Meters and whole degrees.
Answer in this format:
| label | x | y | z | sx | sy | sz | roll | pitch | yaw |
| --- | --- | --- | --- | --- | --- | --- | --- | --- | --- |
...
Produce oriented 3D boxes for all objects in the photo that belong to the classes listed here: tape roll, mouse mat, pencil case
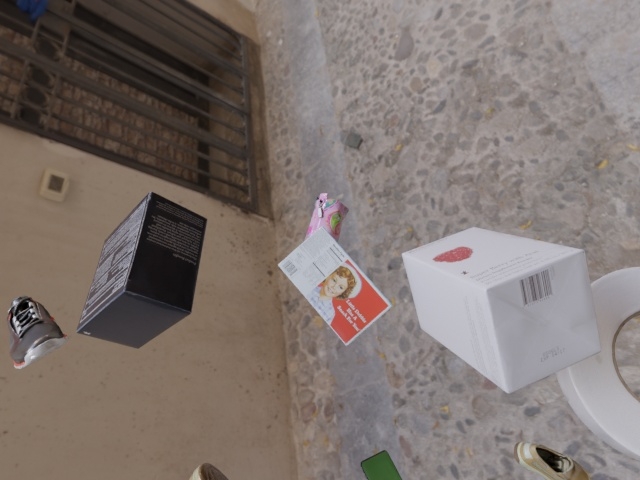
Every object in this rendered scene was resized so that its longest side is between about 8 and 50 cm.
| label | x | y | z | sx | sy | sz | roll | pitch | yaw |
| --- | --- | --- | --- | --- | --- | --- | --- | --- | --- |
| tape roll | 0.677 | 0.245 | 0.912 | 0.391 | 0.072 | 0.393 | -2 | 70 | 5 |
| mouse mat | 0.204 | 0.733 | 1.351 | 0.007 | 0.152 | 0.190 | -44 | 59 | 27 |
| pencil case | 0.000 | 0.000 | 1.433 | 0.124 | 0.124 | 0.285 | 1 | 69 | 49 |

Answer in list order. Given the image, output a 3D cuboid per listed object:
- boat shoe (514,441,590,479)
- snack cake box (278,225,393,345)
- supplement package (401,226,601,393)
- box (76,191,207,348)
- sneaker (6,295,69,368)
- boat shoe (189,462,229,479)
| label | x | y | z | sx | sy | sz | roll | pitch | yaw |
| --- | --- | --- | --- | --- | --- | --- | --- | --- | --- |
| boat shoe | 0.510 | 0.483 | 0.966 | 0.072 | 0.189 | 0.068 | -49 | 21 | 51 |
| snack cake box | 0.037 | 0.113 | 1.141 | 0.152 | 0.089 | 0.264 | -40 | 81 | -2 |
| supplement package | 0.296 | 0.098 | 0.803 | 0.293 | 0.177 | 0.176 | -150 | 41 | -74 |
| box | -0.463 | 0.089 | 1.194 | 0.296 | 0.182 | 0.294 | -32 | 43 | 36 |
| sneaker | -0.352 | 0.102 | 0.543 | 0.157 | 0.061 | 0.065 | 6 | 122 | 51 |
| boat shoe | -0.132 | 0.474 | 0.662 | 0.089 | 0.104 | 0.285 | -30 | 80 | 0 |
